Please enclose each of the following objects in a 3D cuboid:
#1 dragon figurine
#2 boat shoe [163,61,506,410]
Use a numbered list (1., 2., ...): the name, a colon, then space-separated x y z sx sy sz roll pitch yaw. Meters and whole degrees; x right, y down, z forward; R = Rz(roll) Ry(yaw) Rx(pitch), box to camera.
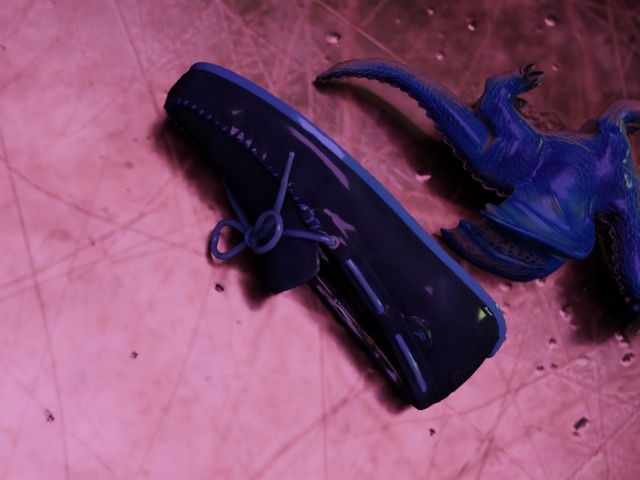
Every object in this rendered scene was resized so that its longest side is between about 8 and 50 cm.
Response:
1. dragon figurine: 0.132 -0.027 1.013 0.289 0.085 0.144 16 77 -12
2. boat shoe: 0.000 0.000 0.968 0.258 0.109 0.089 41 77 -2
